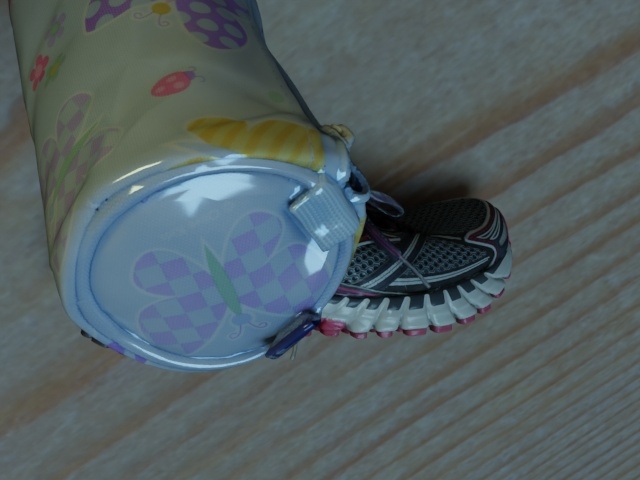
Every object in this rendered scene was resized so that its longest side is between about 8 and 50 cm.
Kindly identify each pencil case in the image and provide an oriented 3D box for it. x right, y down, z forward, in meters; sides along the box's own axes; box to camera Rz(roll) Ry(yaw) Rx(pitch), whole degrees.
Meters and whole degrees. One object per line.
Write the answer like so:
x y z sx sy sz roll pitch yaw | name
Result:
-0.069 -0.074 0.601 0.124 0.273 0.113 -41 132 17 | pencil case

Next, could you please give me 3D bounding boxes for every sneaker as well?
0.000 0.000 0.846 0.299 0.121 0.112 -6 105 -36 | sneaker
